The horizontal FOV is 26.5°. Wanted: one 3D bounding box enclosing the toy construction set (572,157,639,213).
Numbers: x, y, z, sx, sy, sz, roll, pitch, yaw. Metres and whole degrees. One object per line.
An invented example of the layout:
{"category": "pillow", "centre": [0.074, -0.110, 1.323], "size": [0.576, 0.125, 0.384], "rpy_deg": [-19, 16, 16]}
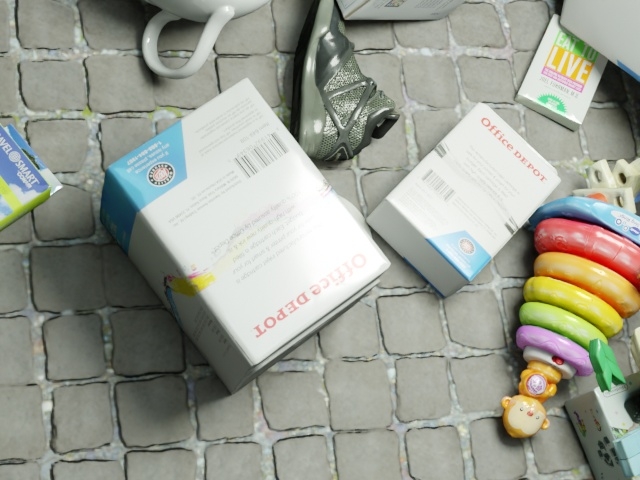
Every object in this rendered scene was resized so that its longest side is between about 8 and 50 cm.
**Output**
{"category": "toy construction set", "centre": [0.490, -0.119, 1.787], "size": [0.328, 0.215, 0.151], "rpy_deg": [-30, 123, -23]}

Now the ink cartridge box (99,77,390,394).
{"category": "ink cartridge box", "centre": [-0.093, 0.002, 1.556], "size": [0.198, 0.197, 0.270], "rpy_deg": [-35, 83, -19]}

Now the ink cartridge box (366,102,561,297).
{"category": "ink cartridge box", "centre": [0.183, -0.052, 1.727], "size": [0.148, 0.086, 0.203], "rpy_deg": [45, 64, 2]}

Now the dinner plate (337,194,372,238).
{"category": "dinner plate", "centre": [0.000, 0.000, 1.693], "size": [0.141, 0.017, 0.141], "rpy_deg": [5, 70, -13]}

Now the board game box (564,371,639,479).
{"category": "board game box", "centre": [0.466, 0.300, 1.679], "size": [0.224, 0.097, 0.303], "rpy_deg": [-17, 77, -21]}

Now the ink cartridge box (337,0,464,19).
{"category": "ink cartridge box", "centre": [0.099, -0.455, 1.803], "size": [0.272, 0.130, 0.309], "rpy_deg": [-9, 72, -47]}

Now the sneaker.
{"category": "sneaker", "centre": [0.033, -0.207, 1.741], "size": [0.130, 0.087, 0.227], "rpy_deg": [7, 72, -16]}

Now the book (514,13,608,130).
{"category": "book", "centre": [0.335, -0.232, 1.871], "size": [0.096, 0.035, 0.144], "rpy_deg": [26, 67, -2]}

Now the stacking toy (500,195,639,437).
{"category": "stacking toy", "centre": [0.301, 0.107, 1.686], "size": [0.175, 0.166, 0.302], "rpy_deg": [30, 77, -8]}

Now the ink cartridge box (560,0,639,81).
{"category": "ink cartridge box", "centre": [0.570, -0.329, 1.819], "size": [0.395, 0.166, 0.285], "rpy_deg": [-14, 41, -25]}

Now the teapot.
{"category": "teapot", "centre": [-0.169, -0.372, 1.692], "size": [0.252, 0.187, 0.256], "rpy_deg": [55, 44, -22]}

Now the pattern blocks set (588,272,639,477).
{"category": "pattern blocks set", "centre": [0.453, 0.146, 1.634], "size": [0.325, 0.026, 0.285], "rpy_deg": [-9, 85, -31]}

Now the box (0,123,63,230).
{"category": "box", "centre": [-0.400, -0.059, 1.580], "size": [0.178, 0.042, 0.109], "rpy_deg": [-38, 85, -24]}
